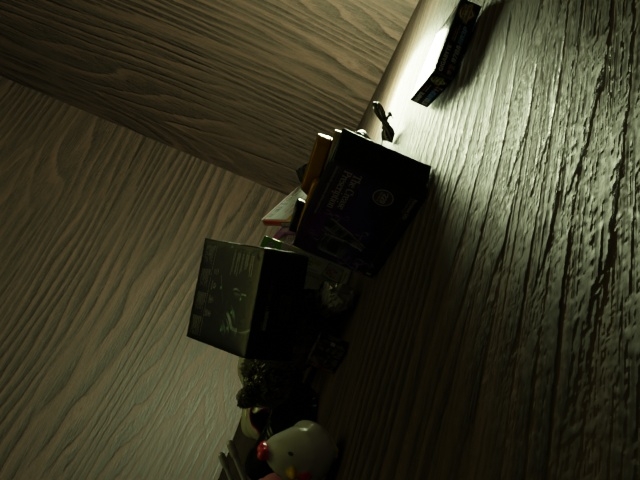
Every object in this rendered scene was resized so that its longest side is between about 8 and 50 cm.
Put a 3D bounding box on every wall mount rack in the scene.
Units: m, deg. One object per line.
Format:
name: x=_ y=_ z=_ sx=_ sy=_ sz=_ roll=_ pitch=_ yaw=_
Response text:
wall mount rack: x=-0.196 y=0.616 z=1.566 sx=0.350 sy=0.130 sz=0.304 roll=121 pitch=166 yaw=-63

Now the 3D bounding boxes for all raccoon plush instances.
raccoon plush: x=-0.082 y=0.263 z=1.710 sx=0.446 sy=0.216 sz=0.299 roll=126 pitch=158 yaw=-72

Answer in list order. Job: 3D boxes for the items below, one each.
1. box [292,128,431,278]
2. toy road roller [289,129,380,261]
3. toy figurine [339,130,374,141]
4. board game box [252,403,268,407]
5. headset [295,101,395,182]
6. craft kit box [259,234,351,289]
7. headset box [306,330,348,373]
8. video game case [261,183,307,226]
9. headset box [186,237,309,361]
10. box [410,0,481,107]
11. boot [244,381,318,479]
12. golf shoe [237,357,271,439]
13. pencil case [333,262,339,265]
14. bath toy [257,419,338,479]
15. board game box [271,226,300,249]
box: x=0.075 y=-0.064 z=1.400 sx=0.261 sy=0.184 sz=0.103 roll=117 pitch=172 yaw=-48
toy road roller: x=0.048 y=-0.098 z=1.855 sx=0.241 sy=0.202 sz=0.330 roll=-90 pitch=18 yaw=-69
toy figurine: x=0.098 y=-0.262 z=2.561 sx=0.213 sy=0.148 sz=0.210 roll=129 pitch=157 yaw=-69
board game box: x=-0.138 y=0.324 z=1.963 sx=0.039 sy=0.124 sz=0.260 roll=131 pitch=141 yaw=-77
headset: x=0.078 y=-0.289 z=2.238 sx=0.243 sy=0.185 sz=0.394 roll=-25 pitch=6 yaw=-42
craft kit box: x=-0.063 y=0.092 z=1.941 sx=0.250 sy=0.246 sz=0.061 roll=123 pitch=170 yaw=-67
headset box: x=0.013 y=0.233 z=1.473 sx=0.032 sy=0.062 sz=0.083 roll=-71 pitch=5 yaw=-49
video game case: x=-0.021 y=-0.107 z=2.161 sx=0.285 sy=0.025 sz=0.204 roll=4 pitch=39 yaw=46
headset box: x=-0.167 y=0.133 z=1.655 sx=0.283 sy=0.131 sz=0.247 roll=6 pitch=85 yaw=51
box: x=0.274 y=-0.408 z=1.592 sx=0.220 sy=0.051 sz=0.175 roll=142 pitch=150 yaw=-83
boot: x=-0.090 y=0.431 z=1.498 sx=0.207 sy=0.094 sz=0.246 roll=-63 pitch=-2 yaw=15
golf shoe: x=-0.186 y=0.462 z=2.209 sx=0.140 sy=0.115 sz=0.306 roll=164 pitch=101 yaw=-71
pencil case: x=0.000 y=0.000 z=2.246 sx=0.386 sy=0.160 sz=0.167 roll=-75 pitch=-2 yaw=-57
bath toy: x=-0.085 y=0.447 z=1.151 sx=0.151 sy=0.129 sz=0.348 roll=43 pitch=116 yaw=49
board game box: x=-0.024 y=-0.040 z=2.119 sx=0.347 sy=0.208 sz=0.056 roll=-51 pitch=-50 yaw=-40
